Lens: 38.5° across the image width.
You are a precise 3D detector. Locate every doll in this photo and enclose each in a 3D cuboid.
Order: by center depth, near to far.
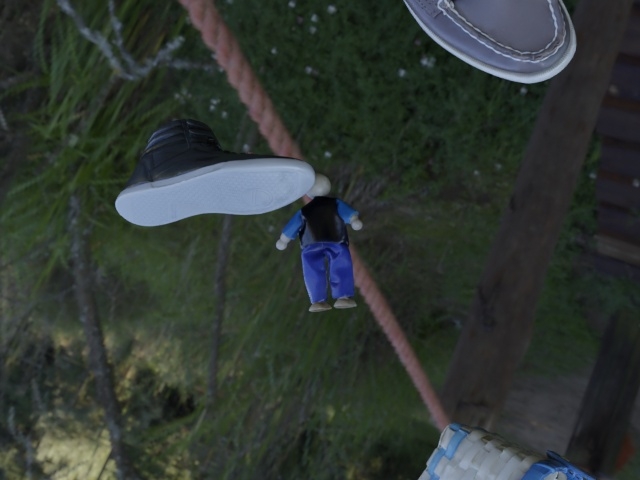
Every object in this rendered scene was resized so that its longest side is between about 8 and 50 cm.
[{"bbox_3d":[0.000,0.000,1.246,0.129,0.189,0.046,-9,170,23],"label":"doll"}]

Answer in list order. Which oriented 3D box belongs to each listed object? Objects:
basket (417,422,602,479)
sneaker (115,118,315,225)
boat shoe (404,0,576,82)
[{"bbox_3d":[0.243,0.364,1.085,0.289,0.254,0.201,36,-176,39],"label":"basket"},{"bbox_3d":[-0.143,-0.114,1.286,0.296,0.147,0.104,-8,142,21],"label":"sneaker"},{"bbox_3d":[0.108,-0.277,0.841,0.324,0.116,0.097,51,-175,13],"label":"boat shoe"}]
